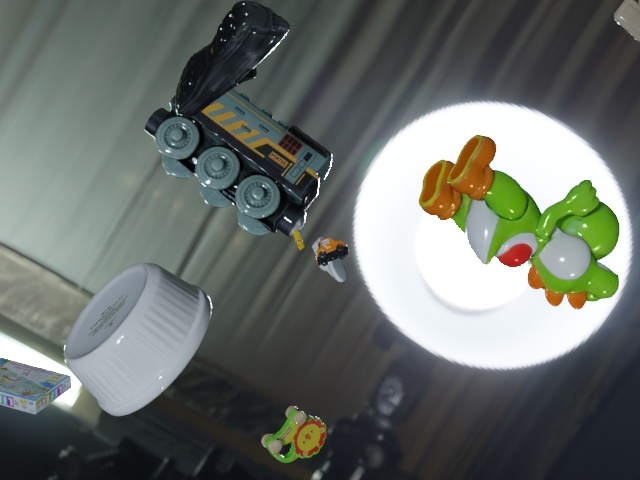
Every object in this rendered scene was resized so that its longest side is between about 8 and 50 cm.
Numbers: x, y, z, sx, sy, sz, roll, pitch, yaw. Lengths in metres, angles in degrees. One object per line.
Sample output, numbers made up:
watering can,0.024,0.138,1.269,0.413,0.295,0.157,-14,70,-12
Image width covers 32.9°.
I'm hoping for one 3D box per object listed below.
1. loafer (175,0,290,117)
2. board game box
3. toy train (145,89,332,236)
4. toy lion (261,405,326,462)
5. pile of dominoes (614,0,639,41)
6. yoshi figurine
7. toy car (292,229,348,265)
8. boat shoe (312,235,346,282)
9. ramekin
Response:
loafer,-0.121,-0.228,1.429,0.078,0.223,0.076,15,-126,-30
board game box,-0.521,0.247,1.861,0.154,0.026,0.103,11,-157,21
toy train,-0.140,-0.151,1.892,0.334,0.190,0.142,36,165,10
toy lion,-0.038,0.334,1.828,0.034,0.100,0.096,20,153,54
pile of dominoes,0.444,-0.217,1.101,0.040,0.251,0.196,-20,-100,-47
yoshi figurine,0.357,-0.043,1.799,0.362,0.203,0.203,34,-165,-15
toy car,0.000,0.000,1.780,0.122,0.060,0.041,43,-160,-57
boat shoe,0.014,0.041,2.057,0.035,0.035,0.100,-5,-122,-51
ramekin,-0.326,0.159,1.882,0.127,0.273,0.273,43,-176,-26
